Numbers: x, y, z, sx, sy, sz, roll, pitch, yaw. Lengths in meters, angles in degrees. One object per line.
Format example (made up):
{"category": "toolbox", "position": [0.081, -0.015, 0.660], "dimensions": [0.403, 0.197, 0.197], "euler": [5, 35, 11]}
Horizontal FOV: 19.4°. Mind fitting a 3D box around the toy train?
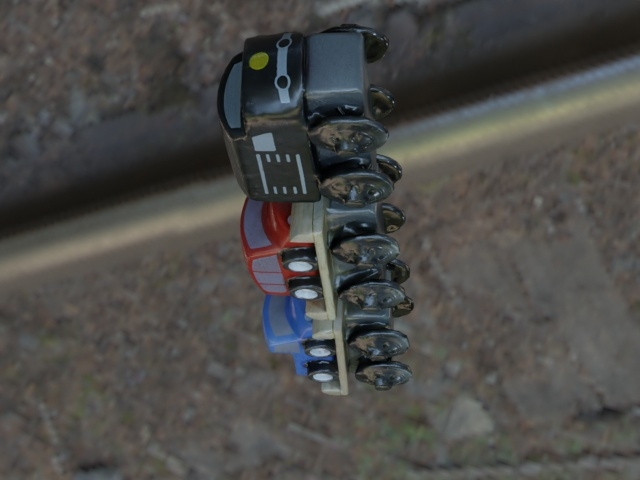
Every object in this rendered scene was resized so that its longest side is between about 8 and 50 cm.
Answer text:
{"category": "toy train", "position": [0.000, 0.000, 0.401], "dimensions": [0.036, 0.027, 0.158], "euler": [-1, 156, 5]}
